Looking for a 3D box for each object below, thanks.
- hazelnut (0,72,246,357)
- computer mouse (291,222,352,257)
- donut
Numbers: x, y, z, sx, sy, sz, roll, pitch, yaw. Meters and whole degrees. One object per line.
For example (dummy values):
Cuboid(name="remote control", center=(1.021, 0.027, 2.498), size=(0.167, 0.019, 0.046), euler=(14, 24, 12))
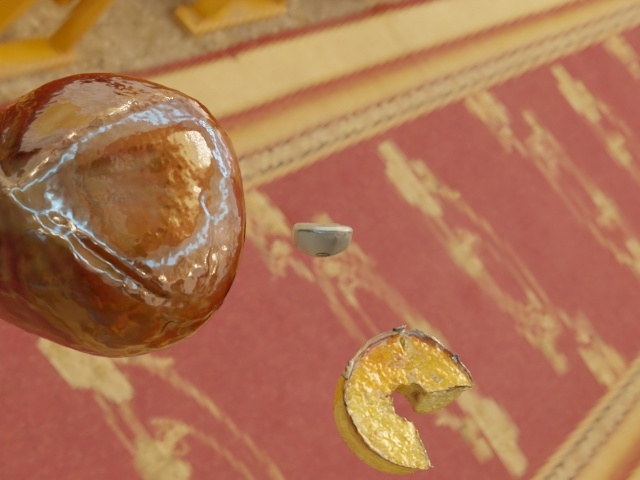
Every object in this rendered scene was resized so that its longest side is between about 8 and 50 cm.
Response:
Cuboid(name="hazelnut", center=(-0.175, -0.017, 1.158), size=(0.229, 0.229, 0.229), euler=(34, 34, -28))
Cuboid(name="computer mouse", center=(0.000, 0.000, 1.534), size=(0.110, 0.056, 0.032), euler=(-150, -118, -85))
Cuboid(name="donut", center=(0.083, 0.183, 1.828), size=(0.146, 0.078, 0.181), euler=(37, 53, -6))
